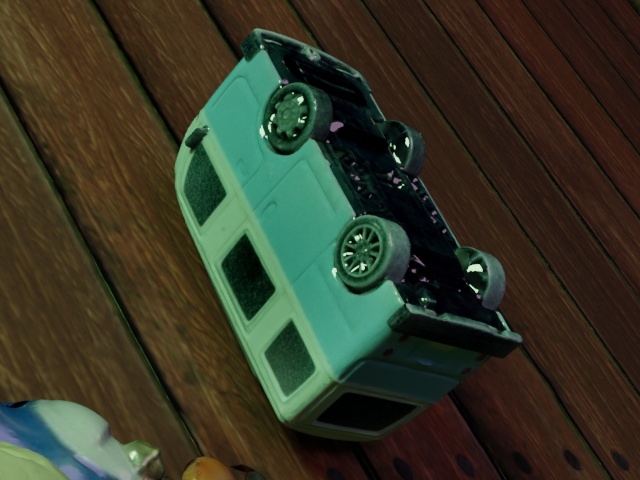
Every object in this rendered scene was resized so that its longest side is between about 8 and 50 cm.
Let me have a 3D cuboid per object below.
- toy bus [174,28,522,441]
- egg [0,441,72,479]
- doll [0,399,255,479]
[{"bbox_3d":[0.000,0.000,1.114,0.133,0.165,0.271,17,36,-46],"label":"toy bus"},{"bbox_3d":[-0.166,0.163,0.558,0.269,0.219,0.219,26,30,-43],"label":"egg"},{"bbox_3d":[-0.094,0.153,0.752,0.257,0.161,0.215,44,-9,-5],"label":"doll"}]
